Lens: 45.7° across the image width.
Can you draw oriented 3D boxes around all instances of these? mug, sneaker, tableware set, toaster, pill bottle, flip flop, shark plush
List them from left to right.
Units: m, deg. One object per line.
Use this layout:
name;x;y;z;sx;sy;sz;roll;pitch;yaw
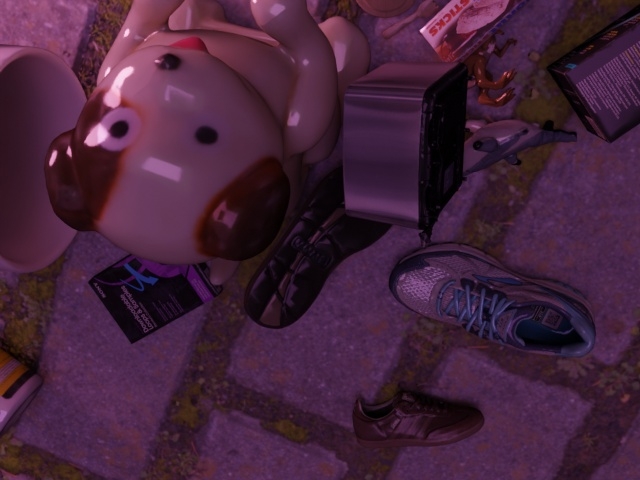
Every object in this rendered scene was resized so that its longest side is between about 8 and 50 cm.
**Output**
mug;-0.499;-0.157;0.937;0.328;0.276;0.374;6;113;10
pill bottle;-0.533;0.195;1.127;0.208;0.119;0.119;37;107;-5
flip flop;0.000;0.000;1.021;0.112;0.080;0.277;39;91;-14
toaster;0.103;-0.111;0.892;0.110;0.185;0.168;8;117;22
sneaker;0.138;0.252;1.091;0.188;0.066;0.071;-11;104;9
tableware set;0.127;-0.351;0.934;0.194;0.039;0.128;-27;113;19
sneaker;0.230;0.082;1.001;0.283;0.122;0.110;13;107;3
shark plush;0.249;-0.127;0.992;0.161;0.073;0.067;-16;125;-10

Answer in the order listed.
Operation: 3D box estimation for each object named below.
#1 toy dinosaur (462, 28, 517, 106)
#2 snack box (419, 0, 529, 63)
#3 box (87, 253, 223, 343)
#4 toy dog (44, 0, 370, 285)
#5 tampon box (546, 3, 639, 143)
toy dinosaur;0.188;-0.210;0.965;0.112;0.064;0.211;42;108;26
snack box;0.205;-0.289;0.906;0.178;0.022;0.064;-41;71;24
box;-0.240;0.066;1.102;0.162;0.029;0.116;-30;101;15
toy dog;-0.136;-0.114;0.839;0.285;0.408;0.395;22;107;1
tampon box;0.374;-0.208;0.900;0.161;0.120;0.101;-34;99;15
